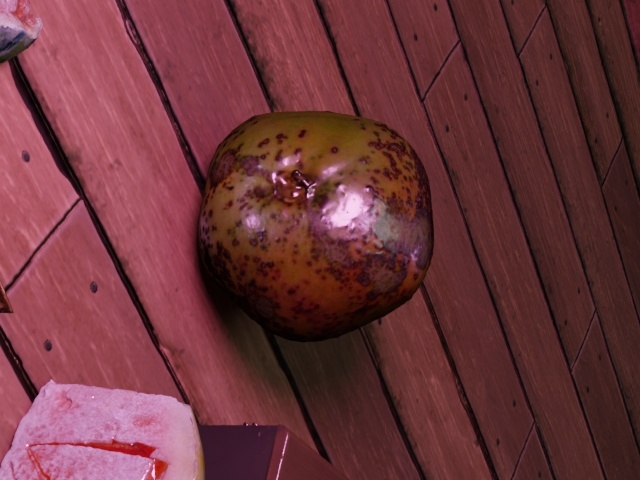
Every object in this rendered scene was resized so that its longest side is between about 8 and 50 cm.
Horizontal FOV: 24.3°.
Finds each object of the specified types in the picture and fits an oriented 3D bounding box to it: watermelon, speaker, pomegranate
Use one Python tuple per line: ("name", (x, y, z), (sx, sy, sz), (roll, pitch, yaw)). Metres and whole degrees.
("watermelon", (-0.326, -0.241, 1.387), (0.187, 0.071, 0.139), (18, 67, -58))
("watermelon", (-0.225, 0.272, 1.466), (0.262, 0.201, 0.213), (120, -10, -56))
("speaker", (-0.062, 0.330, 1.696), (0.231, 0.153, 0.192), (47, 47, -48))
("pomegranate", (0.000, 0.000, 1.758), (0.341, 0.285, 0.285), (71, 25, -69))

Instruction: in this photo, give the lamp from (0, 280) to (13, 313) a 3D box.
("lamp", (-0.390, 0.106, 1.219), (0.325, 0.089, 0.090), (-48, 129, -50))
